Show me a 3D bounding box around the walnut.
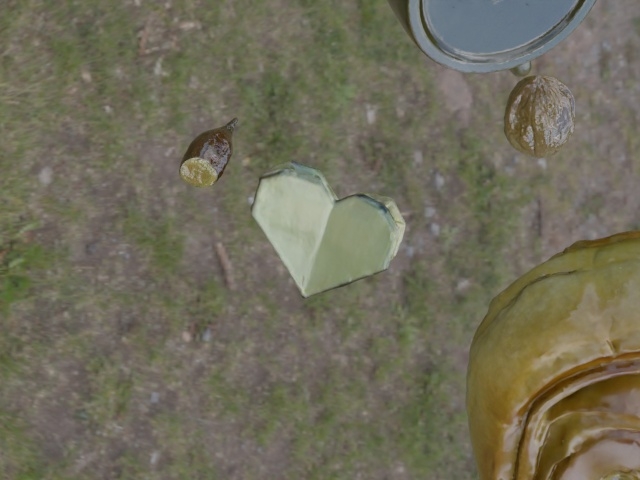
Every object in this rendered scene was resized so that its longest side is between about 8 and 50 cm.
[{"bbox_3d":[0.303,-0.174,1.467,0.105,0.105,0.124,-38,131,-33],"label":"walnut"}]

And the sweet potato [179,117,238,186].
[{"bbox_3d":[-0.119,-0.107,1.203,0.049,0.049,0.117,55,41,-25],"label":"sweet potato"}]

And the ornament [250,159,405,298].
[{"bbox_3d":[0.000,0.000,1.405,0.059,0.201,0.180,-53,164,-61],"label":"ornament"}]

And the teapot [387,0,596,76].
[{"bbox_3d":[0.139,-0.259,0.926,0.268,0.185,0.175,61,10,-48],"label":"teapot"}]

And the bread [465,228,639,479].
[{"bbox_3d":[0.198,0.085,0.576,0.120,0.236,0.198,-74,156,-60],"label":"bread"}]
